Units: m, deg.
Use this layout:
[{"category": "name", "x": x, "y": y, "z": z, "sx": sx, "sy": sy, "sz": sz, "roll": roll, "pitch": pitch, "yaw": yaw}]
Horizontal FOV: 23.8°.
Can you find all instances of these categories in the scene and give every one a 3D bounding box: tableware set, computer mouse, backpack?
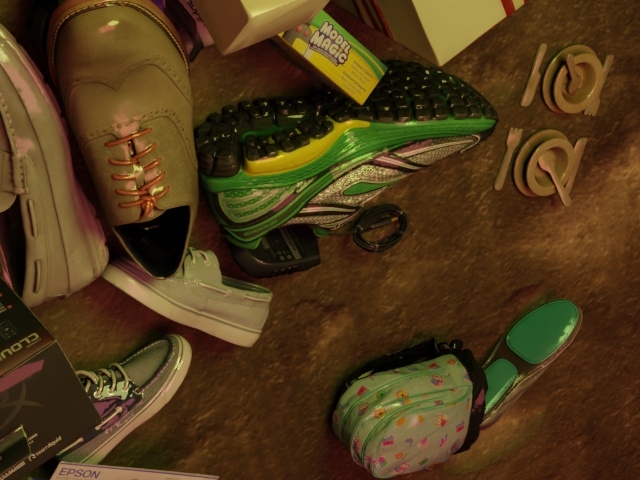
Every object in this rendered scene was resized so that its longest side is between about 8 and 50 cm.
[{"category": "tableware set", "x": 0.290, "y": -0.138, "z": 1.818, "sx": 0.128, "sy": 0.039, "sz": 0.194, "roll": 3, "pitch": 112, "yaw": -36}, {"category": "computer mouse", "x": 0.000, "y": 0.000, "z": 1.684, "sx": 0.242, "sy": 0.071, "sz": 0.041, "roll": -9, "pitch": 151, "yaw": -36}, {"category": "backpack", "x": 0.107, "y": 0.209, "z": 1.824, "sx": 0.182, "sy": 0.115, "sz": 0.152, "roll": -8, "pitch": 121, "yaw": -28}]

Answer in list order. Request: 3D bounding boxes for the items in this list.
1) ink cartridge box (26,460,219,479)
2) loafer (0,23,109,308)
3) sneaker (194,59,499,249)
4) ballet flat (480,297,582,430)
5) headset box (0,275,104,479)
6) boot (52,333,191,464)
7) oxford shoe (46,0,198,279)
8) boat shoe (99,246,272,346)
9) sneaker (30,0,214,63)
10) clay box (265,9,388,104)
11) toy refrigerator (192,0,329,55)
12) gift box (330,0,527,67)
[{"category": "ink cartridge box", "x": -0.244, "y": 0.315, "z": 1.659, "sx": 0.206, "sy": 0.045, "sz": 0.208, "roll": 13, "pitch": 117, "yaw": -38}, {"category": "loafer", "x": -0.290, "y": -0.067, "z": 1.405, "sx": 0.111, "sy": 0.112, "sz": 0.319, "roll": -36, "pitch": 130, "yaw": -25}, {"category": "sneaker", "x": 0.031, "y": -0.093, "z": 1.620, "sx": 0.343, "sy": 0.134, "sz": 0.146, "roll": -16, "pitch": 129, "yaw": -17}, {"category": "ballet flat", "x": 0.250, "y": 0.158, "z": 1.940, "sx": 0.213, "sy": 0.072, "sz": 0.068, "roll": -44, "pitch": 158, "yaw": -6}, {"category": "headset box", "x": -0.347, "y": 0.133, "z": 1.350, "sx": 0.218, "sy": 0.293, "sz": 0.110, "roll": -35, "pitch": 128, "yaw": -16}, {"category": "boot", "x": -0.224, "y": 0.160, "z": 1.596, "sx": 0.190, "sy": 0.069, "sz": 0.086, "roll": -47, "pitch": 134, "yaw": -3}, {"category": "oxford shoe", "x": -0.162, "y": -0.090, "z": 1.386, "sx": 0.123, "sy": 0.130, "sz": 0.348, "roll": -16, "pitch": 149, "yaw": -2}, {"category": "boat shoe", "x": -0.137, "y": 0.045, "z": 1.600, "sx": 0.227, "sy": 0.079, "sz": 0.081, "roll": 26, "pitch": 90, "yaw": -46}, {"category": "sneaker", "x": -0.217, "y": -0.234, "z": 1.374, "sx": 0.146, "sy": 0.102, "sz": 0.293, "roll": -45, "pitch": 130, "yaw": -4}, {"category": "clay box", "x": -0.045, "y": -0.225, "z": 1.481, "sx": 0.053, "sy": 0.127, "sz": 0.222, "roll": -53, "pitch": 132, "yaw": 0}, {"category": "toy refrigerator", "x": -0.097, "y": -0.307, "z": 1.329, "sx": 0.102, "sy": 0.094, "sz": 0.269, "roll": -27, "pitch": 84, "yaw": -26}, {"category": "gift box", "x": 0.085, "y": -0.340, "z": 1.430, "sx": 0.276, "sy": 0.255, "sz": 0.258, "roll": -41, "pitch": 132, "yaw": -15}]
